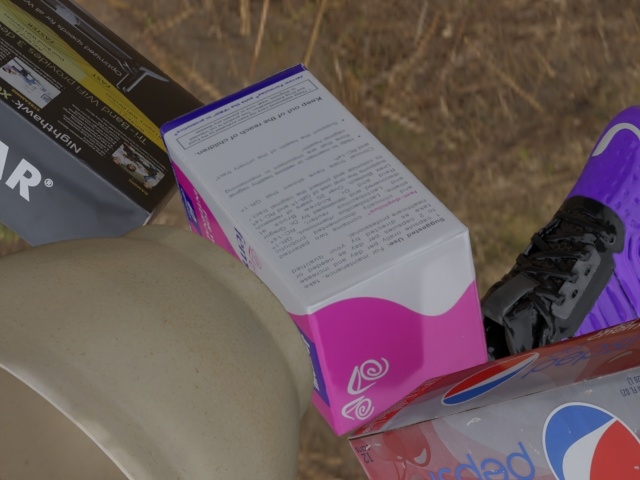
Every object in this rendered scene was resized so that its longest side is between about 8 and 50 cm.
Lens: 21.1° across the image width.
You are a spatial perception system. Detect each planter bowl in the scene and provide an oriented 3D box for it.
[{"bbox_3d":[-0.071,0.063,0.622,0.162,0.109,0.162,26,141,24],"label":"planter bowl"}]

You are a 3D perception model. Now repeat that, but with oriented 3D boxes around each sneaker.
[{"bbox_3d":[0.186,0.039,1.277,0.146,0.102,0.293,7,103,-37],"label":"sneaker"}]

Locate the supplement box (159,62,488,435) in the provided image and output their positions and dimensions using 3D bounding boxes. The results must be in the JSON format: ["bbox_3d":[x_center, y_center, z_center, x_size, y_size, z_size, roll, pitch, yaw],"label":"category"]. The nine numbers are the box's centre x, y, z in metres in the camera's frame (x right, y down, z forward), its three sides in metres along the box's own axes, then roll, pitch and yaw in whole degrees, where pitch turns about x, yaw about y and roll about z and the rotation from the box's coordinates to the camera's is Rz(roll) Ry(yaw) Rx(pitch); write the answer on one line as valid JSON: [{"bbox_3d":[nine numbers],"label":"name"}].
[{"bbox_3d":[0.000,0.000,1.077,0.114,0.220,0.111,-26,131,-16],"label":"supplement box"}]

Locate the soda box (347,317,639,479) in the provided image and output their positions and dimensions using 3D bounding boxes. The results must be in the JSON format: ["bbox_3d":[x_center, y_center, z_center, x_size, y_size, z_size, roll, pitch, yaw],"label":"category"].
[{"bbox_3d":[0.137,0.103,0.900,0.263,0.083,0.092,-22,98,51],"label":"soda box"}]

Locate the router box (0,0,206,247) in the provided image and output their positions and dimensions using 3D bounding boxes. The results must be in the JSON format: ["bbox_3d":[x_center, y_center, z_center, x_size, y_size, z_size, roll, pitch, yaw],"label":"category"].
[{"bbox_3d":[-0.236,-0.122,1.294,0.309,0.243,0.081,38,112,-4],"label":"router box"}]
